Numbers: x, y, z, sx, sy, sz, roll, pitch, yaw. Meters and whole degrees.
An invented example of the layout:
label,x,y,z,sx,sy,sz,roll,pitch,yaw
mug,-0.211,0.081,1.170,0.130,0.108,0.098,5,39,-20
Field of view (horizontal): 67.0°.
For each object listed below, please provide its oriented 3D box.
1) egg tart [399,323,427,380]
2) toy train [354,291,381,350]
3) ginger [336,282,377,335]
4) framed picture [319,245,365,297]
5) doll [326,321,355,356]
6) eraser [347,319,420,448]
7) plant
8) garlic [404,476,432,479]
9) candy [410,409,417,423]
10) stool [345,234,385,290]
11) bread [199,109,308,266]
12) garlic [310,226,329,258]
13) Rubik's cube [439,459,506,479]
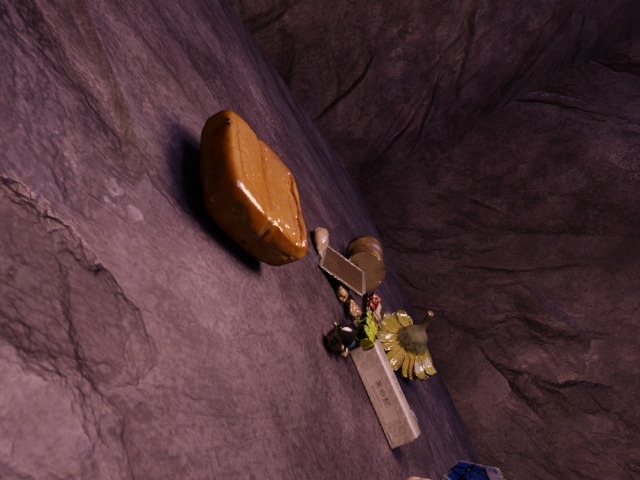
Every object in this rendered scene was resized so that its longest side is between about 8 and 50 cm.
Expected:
label,x,y,z,sx,sy,sz,roll,pitch,yaw
egg tart,0.396,0.513,2.218,0.294,0.123,0.294,54,18,-27
toy train,0.157,0.250,1.552,0.085,0.053,0.250,57,25,-15
ginger,0.127,0.257,1.789,0.149,0.065,0.259,24,35,-60
framed picture,0.088,0.115,1.874,0.216,0.016,0.273,37,16,-6
doll,0.060,0.291,1.421,0.179,0.089,0.102,87,-15,-58
eraser,0.192,0.452,1.568,0.404,0.096,0.098,67,14,17
plant,0.384,0.396,2.006,0.306,0.297,0.261,33,10,15
garlic,0.252,0.684,1.287,0.099,0.124,0.174,47,-15,2
candy,0.367,0.700,1.925,0.083,0.020,0.030,60,14,-13
stool,0.195,0.096,2.141,0.179,0.179,0.264,60,13,-11
bread,-0.180,-0.120,1.167,0.328,0.148,0.337,42,25,-48
garlic,0.006,-0.005,1.846,0.084,0.066,0.152,60,10,-21
Rubik's cube,0.468,0.840,1.462,0.319,0.319,0.264,-31,121,-78
